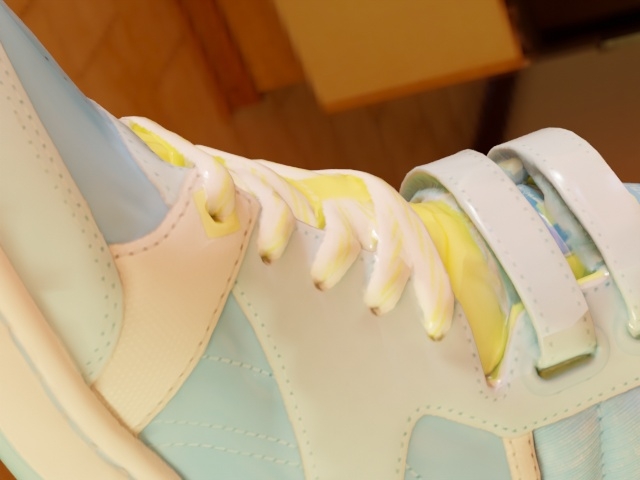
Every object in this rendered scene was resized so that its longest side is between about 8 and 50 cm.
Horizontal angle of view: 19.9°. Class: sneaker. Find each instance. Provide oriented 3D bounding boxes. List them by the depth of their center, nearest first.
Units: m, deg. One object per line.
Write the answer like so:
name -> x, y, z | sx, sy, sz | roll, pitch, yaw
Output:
sneaker -> 0.000, 0.000, 0.517 | 0.319, 0.208, 0.127 | 59, -6, -38
